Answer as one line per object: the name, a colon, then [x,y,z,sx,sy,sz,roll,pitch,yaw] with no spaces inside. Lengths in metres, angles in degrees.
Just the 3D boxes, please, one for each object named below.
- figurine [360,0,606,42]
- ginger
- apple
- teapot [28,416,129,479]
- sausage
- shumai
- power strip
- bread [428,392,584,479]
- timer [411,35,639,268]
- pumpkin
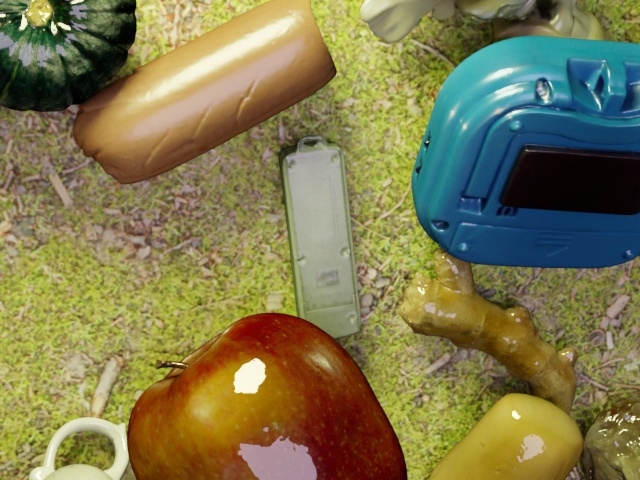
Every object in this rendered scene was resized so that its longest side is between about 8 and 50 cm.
figurine: [0.191,-0.291,1.302,0.274,0.226,0.394,-34,124,21]
ginger: [0.228,0.128,1.476,0.299,0.065,0.118,38,102,-22]
apple: [-0.059,0.234,1.323,0.288,0.288,0.317,-42,84,3]
teapot: [-0.269,0.351,1.349,0.166,0.208,0.300,-2,64,-12]
sausage: [-0.130,-0.166,1.285,0.304,0.121,0.121,-28,110,-1]
shumai: [0.453,0.320,1.517,0.166,0.175,0.206,-43,113,3]
power strip: [-0.001,0.000,1.398,0.078,0.052,0.272,-9,107,-8]
bread: [0.244,0.304,1.491,0.147,0.098,0.217,24,119,-17]
timer: [0.287,-0.092,1.332,0.340,0.115,0.309,3,137,-11]
pumpkin: [-0.305,-0.243,1.207,0.220,0.162,0.220,-5,103,-20]
